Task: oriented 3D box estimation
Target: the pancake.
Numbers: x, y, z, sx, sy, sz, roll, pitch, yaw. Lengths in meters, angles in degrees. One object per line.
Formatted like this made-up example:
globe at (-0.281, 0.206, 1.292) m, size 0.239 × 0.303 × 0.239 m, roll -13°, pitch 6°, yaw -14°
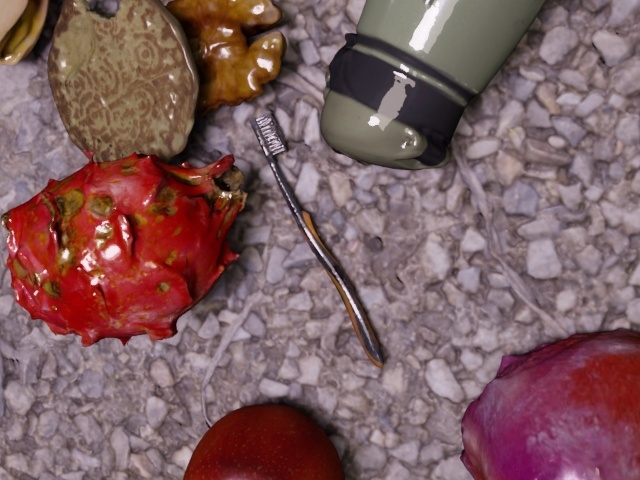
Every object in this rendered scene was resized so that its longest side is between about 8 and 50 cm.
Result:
pancake at (-0.227, -0.176, 0.746) m, size 0.235 × 0.029 × 0.211 m, roll 16°, pitch 115°, yaw 27°

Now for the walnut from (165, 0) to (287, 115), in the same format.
walnut at (-0.114, -0.215, 0.738) m, size 0.170 × 0.069 × 0.142 m, roll -11°, pitch 93°, yaw 19°

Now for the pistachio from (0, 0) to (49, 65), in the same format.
pistachio at (-0.379, -0.302, 0.755) m, size 0.145 × 0.117 × 0.200 m, roll 3°, pitch 99°, yaw 7°

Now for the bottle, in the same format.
bottle at (0.121, -0.226, 0.654) m, size 0.169 × 0.168 × 0.347 m, roll 31°, pitch 103°, yaw 6°

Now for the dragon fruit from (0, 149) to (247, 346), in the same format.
dragon fruit at (-0.192, 0.002, 0.707) m, size 0.268 × 0.205 × 0.210 m, roll -30°, pitch 86°, yaw 2°

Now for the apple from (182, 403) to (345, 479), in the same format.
apple at (-0.063, 0.272, 0.720) m, size 0.181 × 0.168 × 0.180 m, roll 0°, pitch 90°, yaw 14°

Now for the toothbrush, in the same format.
toothbrush at (-0.002, 0.001, 0.760) m, size 0.031 × 0.023 × 0.320 m, roll -25°, pitch 90°, yaw 14°

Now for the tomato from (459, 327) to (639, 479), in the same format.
tomato at (0.314, 0.239, 0.649) m, size 0.290 × 0.176 × 0.335 m, roll -41°, pitch 86°, yaw 7°
